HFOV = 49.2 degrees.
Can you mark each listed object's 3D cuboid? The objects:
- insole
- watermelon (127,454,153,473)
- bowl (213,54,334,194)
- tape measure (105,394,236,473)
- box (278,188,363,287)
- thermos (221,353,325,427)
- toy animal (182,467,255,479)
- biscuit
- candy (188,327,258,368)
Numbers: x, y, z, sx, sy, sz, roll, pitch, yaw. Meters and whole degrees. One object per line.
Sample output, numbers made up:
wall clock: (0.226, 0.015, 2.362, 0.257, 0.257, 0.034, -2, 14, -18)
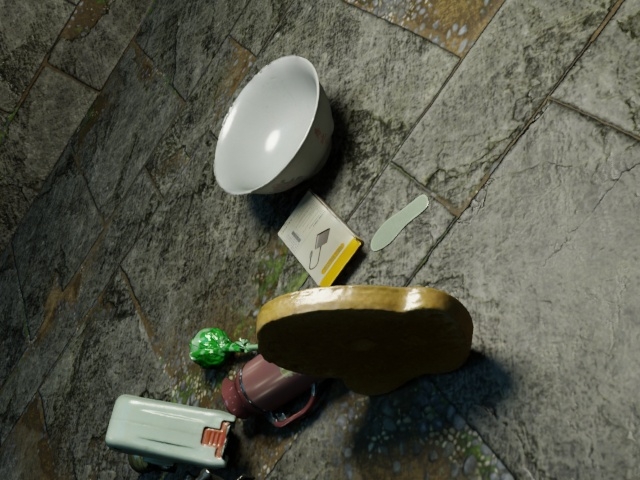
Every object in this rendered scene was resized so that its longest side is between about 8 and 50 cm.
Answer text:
insole: (0.150, -0.033, 1.339, 0.152, 0.002, 0.053, -41, 43, 26)
watermelon: (-0.401, 0.479, 1.602, 0.078, 0.078, 0.111, -36, 40, 30)
bowl: (-0.076, -0.230, 1.584, 0.345, 0.157, 0.346, -26, 51, 38)
tape measure: (-0.293, 0.397, 1.402, 0.246, 0.243, 0.125, 98, -176, -67)
box: (0.000, 0.000, 1.465, 0.129, 0.033, 0.247, -53, 39, 11)
thermos: (-0.060, 0.260, 1.336, 0.330, 0.136, 0.109, -37, 10, 29)
toy animal: (-0.171, 0.495, 1.280, 0.245, 0.146, 0.115, 36, 96, 49)
biscuit: (0.073, 0.161, 1.120, 0.343, 0.287, 0.057, -5, 51, 16)
candy: (-0.155, 0.225, 1.489, 0.323, 0.097, 0.097, -9, 62, 37)
